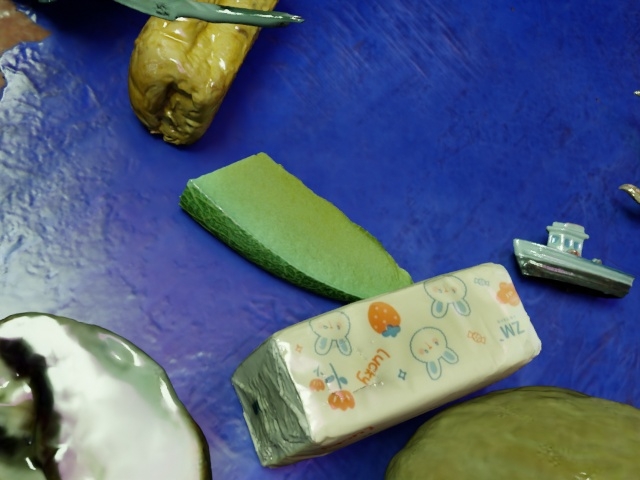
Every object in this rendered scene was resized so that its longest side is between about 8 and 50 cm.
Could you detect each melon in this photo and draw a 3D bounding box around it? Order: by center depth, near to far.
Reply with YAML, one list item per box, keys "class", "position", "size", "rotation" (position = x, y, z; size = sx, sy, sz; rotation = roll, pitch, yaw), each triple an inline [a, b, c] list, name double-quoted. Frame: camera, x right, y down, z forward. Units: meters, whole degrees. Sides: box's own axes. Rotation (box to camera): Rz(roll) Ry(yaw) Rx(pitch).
- class: "melon"
  position: [0.001, 0.000, 0.583]
  size: [0.261, 0.053, 0.114]
  rotation: [28, 47, -15]

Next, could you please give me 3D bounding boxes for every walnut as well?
- class: "walnut"
  position: [0.179, 0.219, 0.463]
  size: [0.282, 0.228, 0.283]
  rotation: [6, 27, -3]

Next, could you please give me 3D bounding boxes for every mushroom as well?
- class: "mushroom"
  position: [-0.178, 0.190, 0.374]
  size: [0.189, 0.164, 0.267]
  rotation: [13, 66, -22]

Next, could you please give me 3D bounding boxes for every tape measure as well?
- class: "tape measure"
  position: [-0.130, -0.230, 0.473]
  size: [0.330, 0.084, 0.164]
  rotation: [19, 58, 33]

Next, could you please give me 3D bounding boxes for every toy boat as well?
- class: "toy boat"
  position: [0.257, 0.018, 0.658]
  size: [0.140, 0.059, 0.066]
  rotation: [14, 80, -16]

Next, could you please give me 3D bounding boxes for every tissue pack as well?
- class: "tissue pack"
  position: [0.046, 0.097, 0.496]
  size: [0.196, 0.148, 0.092]
  rotation: [-16, 73, -25]

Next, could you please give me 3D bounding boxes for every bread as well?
- class: "bread"
  position: [-0.091, -0.189, 0.560]
  size: [0.083, 0.114, 0.211]
  rotation: [29, 63, -8]

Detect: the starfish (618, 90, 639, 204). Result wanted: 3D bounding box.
- class: "starfish"
  position: [0.424, -0.069, 0.758]
  size: [0.213, 0.057, 0.238]
  rotation: [-25, 88, -34]
